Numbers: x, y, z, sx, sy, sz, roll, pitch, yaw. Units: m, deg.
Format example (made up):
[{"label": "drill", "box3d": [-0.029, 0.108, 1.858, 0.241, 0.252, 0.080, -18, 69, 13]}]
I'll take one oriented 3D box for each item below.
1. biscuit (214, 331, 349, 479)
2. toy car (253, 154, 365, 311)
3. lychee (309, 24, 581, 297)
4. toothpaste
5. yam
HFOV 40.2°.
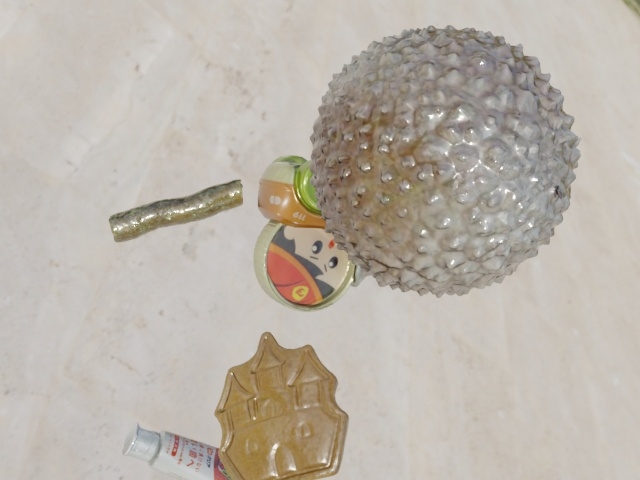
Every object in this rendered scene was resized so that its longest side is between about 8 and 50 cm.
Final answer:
[{"label": "biscuit", "box3d": [-0.058, 0.221, 1.160, 0.034, 0.182, 0.215, 54, 20, -61]}, {"label": "toy car", "box3d": [0.000, 0.000, 1.281, 0.235, 0.235, 0.145, 32, -5, -25]}, {"label": "lychee", "box3d": [0.129, -0.091, 0.921, 0.300, 0.300, 0.300, 30, 39, -27]}, {"label": "toothpaste", "box3d": [-0.180, 0.338, 1.314, 0.234, 0.057, 0.089, 26, 35, -20]}, {"label": "yam", "box3d": [-0.260, -0.055, 1.605, 0.252, 0.061, 0.061, -17, 64, -8]}]
